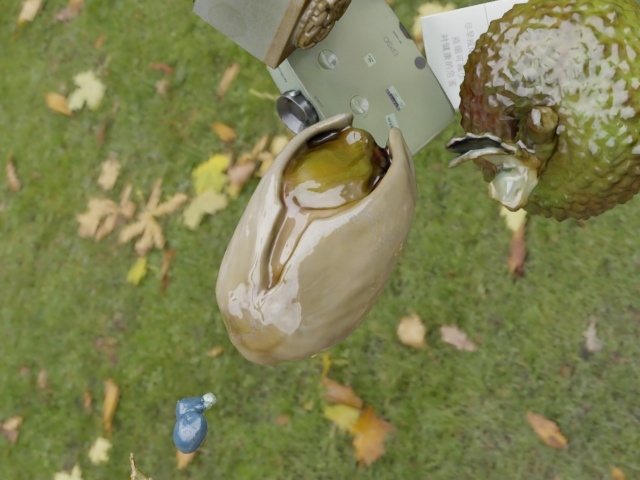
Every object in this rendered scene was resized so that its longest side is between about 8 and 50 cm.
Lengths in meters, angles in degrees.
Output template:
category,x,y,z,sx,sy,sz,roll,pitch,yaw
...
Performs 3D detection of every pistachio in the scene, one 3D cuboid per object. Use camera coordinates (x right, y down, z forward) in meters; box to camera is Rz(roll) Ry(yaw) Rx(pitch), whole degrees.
category,x,y,z,sx,sy,sz,roll,pitch,yaw
pistachio,0.000,0.000,0.993,0.238,0.138,0.153,-64,-11,-9

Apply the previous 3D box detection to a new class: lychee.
category,x,y,z,sx,sy,sz,roll,pitch,yaw
lychee,0.280,-0.153,1.300,0.270,0.270,0.320,-51,6,22

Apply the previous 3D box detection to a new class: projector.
category,x,y,z,sx,sy,sz,roll,pitch,yaw
projector,0.030,-0.209,1.469,0.193,0.269,0.088,-41,13,-25

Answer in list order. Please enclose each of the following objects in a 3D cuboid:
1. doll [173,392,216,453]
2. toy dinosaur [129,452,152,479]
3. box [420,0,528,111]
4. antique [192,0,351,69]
category,x,y,z,sx,sy,sz,roll,pitch,yaw
doll,-0.181,0.261,1.622,0.083,0.050,0.076,-93,25,-50
toy dinosaur,-0.245,0.344,1.597,0.041,0.026,0.113,22,129,56
box,0.265,-0.257,1.547,0.245,0.035,0.139,-11,87,12
antique,-0.036,-0.302,1.299,0.152,0.148,0.146,-50,-6,-36
